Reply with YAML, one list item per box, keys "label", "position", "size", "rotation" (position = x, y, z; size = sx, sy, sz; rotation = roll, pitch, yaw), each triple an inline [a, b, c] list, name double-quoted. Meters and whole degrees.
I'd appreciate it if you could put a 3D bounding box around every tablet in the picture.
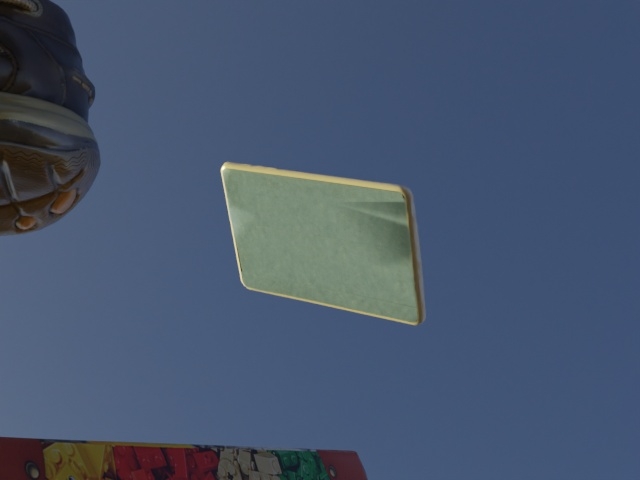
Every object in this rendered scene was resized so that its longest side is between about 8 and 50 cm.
- label: "tablet"
  position: [0.000, 0.000, 0.383]
  size: [0.083, 0.006, 0.054]
  rotation: [10, -59, 34]

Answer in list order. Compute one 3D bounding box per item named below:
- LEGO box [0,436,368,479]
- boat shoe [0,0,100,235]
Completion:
- label: "LEGO box"
  position: [-0.233, 0.301, 0.613]
  size: [0.500, 0.193, 0.372]
  rotation: [-29, -23, 20]
- label: "boat shoe"
  position: [-0.283, -0.092, 0.503]
  size: [0.355, 0.130, 0.132]
  rotation: [11, -29, -28]
